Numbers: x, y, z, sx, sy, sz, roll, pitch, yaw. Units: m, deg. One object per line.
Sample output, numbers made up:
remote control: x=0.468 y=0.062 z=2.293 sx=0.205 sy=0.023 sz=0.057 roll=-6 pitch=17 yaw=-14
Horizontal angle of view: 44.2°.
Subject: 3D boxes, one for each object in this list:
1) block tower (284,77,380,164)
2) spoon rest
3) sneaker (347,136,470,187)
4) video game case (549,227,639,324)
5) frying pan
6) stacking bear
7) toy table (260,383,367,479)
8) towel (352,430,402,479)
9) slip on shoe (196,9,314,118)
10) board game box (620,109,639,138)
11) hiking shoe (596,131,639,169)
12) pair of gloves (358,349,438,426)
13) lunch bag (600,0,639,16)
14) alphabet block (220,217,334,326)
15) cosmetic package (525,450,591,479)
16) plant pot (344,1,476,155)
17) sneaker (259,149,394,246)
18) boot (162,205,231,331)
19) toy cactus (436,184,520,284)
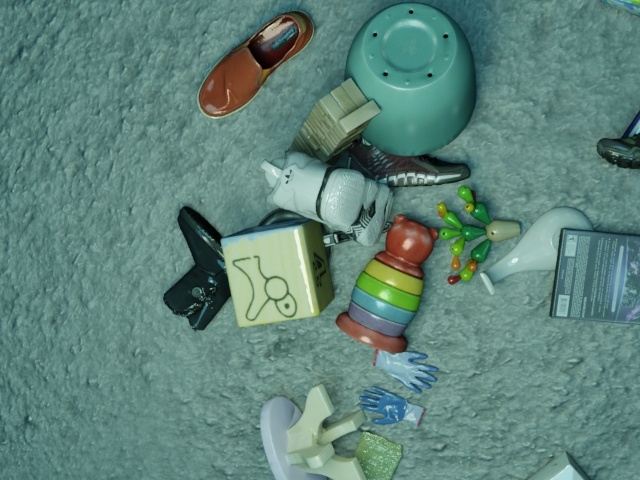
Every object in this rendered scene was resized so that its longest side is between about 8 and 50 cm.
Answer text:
block tower: x=0.016 y=-0.226 z=1.674 sx=0.091 sy=0.335 sz=0.097 roll=-36 pitch=89 yaw=-21
spoon rest: x=0.475 y=0.027 z=1.743 sx=0.276 sy=0.084 sz=0.137 roll=-28 pitch=92 yaw=-1
sneaker: x=0.189 y=-0.200 z=1.749 sx=0.281 sy=0.106 sz=0.163 roll=-2 pitch=93 yaw=11
video game case: x=0.642 y=0.082 z=1.703 sx=0.274 sy=0.026 sz=0.196 roll=5 pitch=97 yaw=-5
frying pan: x=-0.007 y=0.029 z=1.840 sx=0.325 sy=0.053 sz=0.198 roll=10 pitch=99 yaw=12
stacking bear: x=0.163 y=0.089 z=1.763 sx=0.175 sy=0.164 sz=0.289 roll=23 pitch=95 yaw=7
toy table: x=-0.008 y=0.471 z=1.804 sx=0.160 sy=0.252 sz=0.274 roll=-24 pitch=102 yaw=29
towel: x=0.125 y=0.536 z=1.879 sx=0.110 sy=0.027 sz=0.148 roll=23 pitch=99 yaw=6
slip on shoe: x=-0.157 y=-0.402 z=1.791 sx=0.331 sy=0.101 sz=0.123 roll=-37 pitch=90 yaw=13
board game box: x=0.811 y=-0.269 z=1.638 sx=0.233 sy=0.078 sz=0.347 roll=33 pitch=101 yaw=5
hiking shoe: x=0.676 y=-0.204 z=1.598 sx=0.226 sy=0.086 sz=0.114 roll=5 pitch=84 yaw=4
pair of gloves: x=0.181 y=0.348 z=1.851 sx=0.159 sy=0.023 sz=0.198 roll=18 pitch=98 yaw=10
lunch bag: x=0.677 y=-0.579 z=1.622 sx=0.176 sy=0.090 sz=0.219 roll=19 pitch=99 yaw=7
alphabet block: x=-0.090 y=0.065 z=1.738 sx=0.192 sy=0.193 sz=0.197 roll=-9 pitch=96 yaw=15
cosmetic package: x=0.571 y=0.714 z=1.781 sx=0.284 sy=0.097 sz=0.377 roll=-41 pitch=88 yaw=14
plant pot: x=0.182 y=-0.350 z=1.624 sx=0.292 sy=0.235 sz=0.293 roll=-2 pitch=77 yaw=7
sneaker: x=0.017 y=-0.096 z=1.662 sx=0.210 sy=0.366 sz=0.138 roll=22 pitch=89 yaw=22
boot: x=-0.305 y=0.071 z=1.871 sx=0.207 sy=0.094 sz=0.246 roll=-43 pitch=94 yaw=8
toy cactus: x=0.349 y=-0.015 z=1.754 sx=0.180 sy=0.112 sz=0.219 roll=-5 pitch=93 yaw=-8
